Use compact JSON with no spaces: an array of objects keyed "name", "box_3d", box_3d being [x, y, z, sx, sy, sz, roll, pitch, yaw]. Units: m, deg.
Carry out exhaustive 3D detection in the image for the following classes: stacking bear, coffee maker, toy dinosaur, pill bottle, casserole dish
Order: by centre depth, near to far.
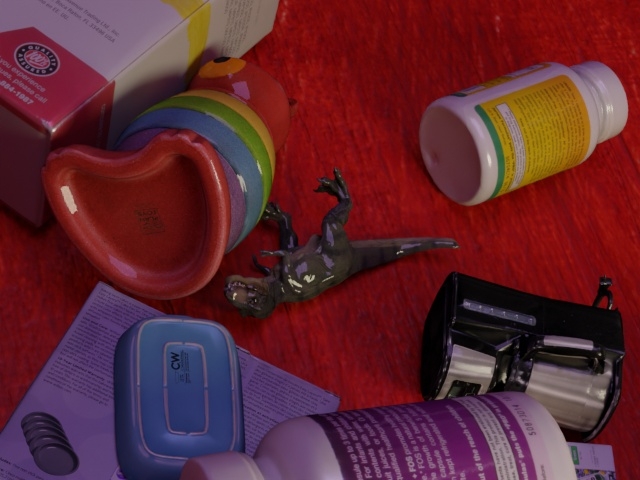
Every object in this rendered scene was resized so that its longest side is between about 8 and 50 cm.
[{"name":"pill bottle","box_3d":[0.043,0.220,1.381,0.302,0.169,0.169,-4,57,-22]},{"name":"casserole dish","box_3d":[-0.120,0.136,1.467,0.114,0.037,0.188,4,53,-14]},{"name":"stacking bear","box_3d":[-0.113,-0.081,1.619,0.175,0.164,0.289,-7,26,24]},{"name":"coffee maker","box_3d":[0.191,0.099,1.633,0.178,0.120,0.171,15,29,-7]},{"name":"toy dinosaur","box_3d":[0.000,0.000,1.671,0.268,0.064,0.118,-18,69,-29]},{"name":"pill bottle","box_3d":[0.218,-0.121,1.782,0.208,0.117,0.117,-21,64,-28]}]

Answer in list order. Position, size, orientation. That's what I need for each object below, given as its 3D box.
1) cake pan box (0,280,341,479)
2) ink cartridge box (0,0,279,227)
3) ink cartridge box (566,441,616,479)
[{"name":"cake pan box","box_3d":[-0.138,0.190,1.486,0.267,0.070,0.245,25,54,2]},{"name":"ink cartridge box","box_3d":[-0.250,-0.237,1.693,0.279,0.160,0.385,35,54,15]},{"name":"ink cartridge box","box_3d":[0.220,0.222,1.592,0.115,0.029,0.063,6,54,-13]}]
